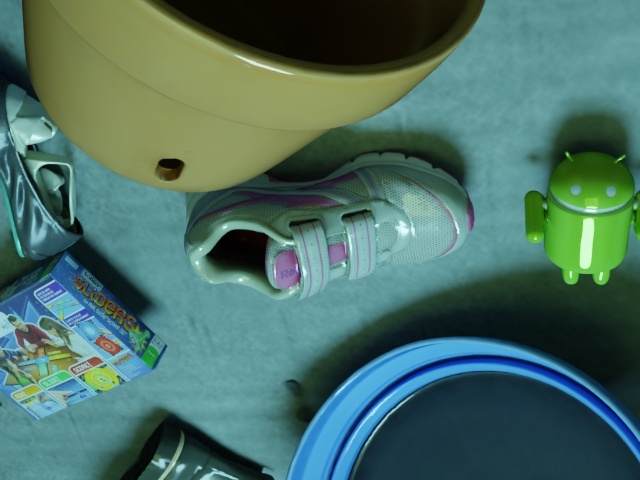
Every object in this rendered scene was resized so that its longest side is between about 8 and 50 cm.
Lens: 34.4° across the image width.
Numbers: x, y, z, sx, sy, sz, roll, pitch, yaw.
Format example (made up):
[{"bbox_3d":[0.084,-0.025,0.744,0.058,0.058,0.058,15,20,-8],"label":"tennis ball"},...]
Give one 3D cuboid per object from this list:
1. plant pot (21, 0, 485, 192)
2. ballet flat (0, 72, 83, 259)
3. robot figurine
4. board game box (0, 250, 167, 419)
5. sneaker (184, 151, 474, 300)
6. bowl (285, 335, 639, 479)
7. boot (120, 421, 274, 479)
[{"bbox_3d":[-0.067,-0.164,0.663,0.291,0.291,0.203,29,142,-10],"label":"plant pot"},{"bbox_3d":[-0.249,-0.074,0.878,0.074,0.074,0.203,-3,124,13],"label":"ballet flat"},{"bbox_3d":[0.213,-0.020,0.824,0.101,0.067,0.115,1,125,7],"label":"robot figurine"},{"bbox_3d":[-0.262,0.098,1.002,0.201,0.035,0.136,-24,118,37],"label":"board game box"},{"bbox_3d":[0.000,0.000,0.853,0.252,0.111,0.103,-5,124,14],"label":"sneaker"},{"bbox_3d":[0.140,0.279,0.907,0.391,0.391,0.077,-30,159,28],"label":"bowl"},{"bbox_3d":[-0.153,0.296,1.126,0.137,0.077,0.198,27,127,-15],"label":"boot"}]
